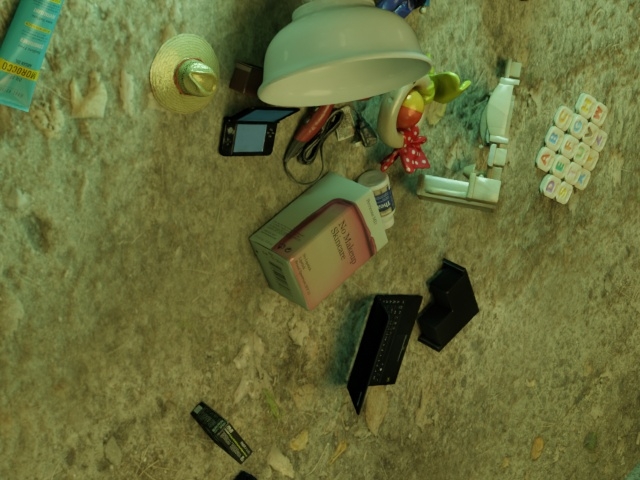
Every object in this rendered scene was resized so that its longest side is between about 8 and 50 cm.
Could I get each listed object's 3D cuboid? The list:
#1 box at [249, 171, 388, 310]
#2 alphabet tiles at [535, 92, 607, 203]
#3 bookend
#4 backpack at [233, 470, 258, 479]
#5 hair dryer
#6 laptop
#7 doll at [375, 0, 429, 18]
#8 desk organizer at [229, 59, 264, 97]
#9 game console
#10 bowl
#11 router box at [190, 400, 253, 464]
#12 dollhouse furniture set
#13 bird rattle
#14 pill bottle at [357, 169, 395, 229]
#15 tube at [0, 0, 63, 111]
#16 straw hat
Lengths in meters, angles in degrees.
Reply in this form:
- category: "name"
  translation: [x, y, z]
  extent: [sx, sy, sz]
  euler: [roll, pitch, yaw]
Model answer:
- category: "box"
  translation: [0.000, 0.000, 1.865]
  extent: [0.232, 0.127, 0.148]
  euler: [-41, 133, -22]
- category: "alphabet tiles"
  translation: [0.667, -0.238, 2.485]
  extent: [0.278, 0.021, 0.284]
  euler: [18, 97, -47]
- category: "bookend"
  translation: [0.292, 0.157, 2.273]
  extent: [0.157, 0.072, 0.156]
  euler: [-43, 133, -20]
- category: "backpack"
  translation: [-0.136, 0.566, 2.020]
  extent: [0.098, 0.120, 0.101]
  euler: [-56, 137, -9]
- category: "hair dryer"
  translation: [0.021, -0.256, 1.792]
  extent: [0.224, 0.080, 0.293]
  euler: [-33, 130, -28]
- category: "laptop"
  translation: [0.160, 0.253, 2.143]
  extent: [0.264, 0.137, 0.234]
  euler: [5, 106, -46]
- category: "doll"
  translation: [0.174, -0.489, 1.850]
  extent: [0.189, 0.046, 0.129]
  euler: [-46, 136, -18]
- category: "desk organizer"
  translation: [-0.096, -0.280, 1.689]
  extent: [0.130, 0.047, 0.050]
  euler: [6, 108, -46]
- category: "game console"
  translation: [-0.109, -0.196, 1.700]
  extent: [0.122, 0.071, 0.107]
  euler: [-5, 113, -43]
- category: "bowl"
  translation: [0.031, -0.326, 1.592]
  extent: [0.298, 0.298, 0.134]
  euler: [-5, 84, -43]
- category: "router box"
  translation: [-0.197, 0.385, 1.889]
  extent: [0.038, 0.092, 0.122]
  euler: [-46, 135, -18]
- category: "dollhouse furniture set"
  translation: [0.323, -0.253, 2.032]
  extent: [0.303, 0.174, 0.355]
  euler: [16, 85, -81]
- category: "bird rattle"
  translation: [0.170, -0.257, 1.903]
  extent: [0.253, 0.143, 0.207]
  euler: [-58, 152, 11]
- category: "pill bottle"
  translation: [0.121, -0.083, 1.986]
  extent: [0.067, 0.067, 0.120]
  euler: [-38, 132, -26]
- category: "tube"
  translation: [-0.423, -0.291, 1.365]
  extent: [0.080, 0.052, 0.207]
  euler: [15, 104, -41]
- category: "straw hat"
  translation: [-0.207, -0.270, 1.573]
  extent: [0.145, 0.061, 0.144]
  euler: [-22, 125, -36]
